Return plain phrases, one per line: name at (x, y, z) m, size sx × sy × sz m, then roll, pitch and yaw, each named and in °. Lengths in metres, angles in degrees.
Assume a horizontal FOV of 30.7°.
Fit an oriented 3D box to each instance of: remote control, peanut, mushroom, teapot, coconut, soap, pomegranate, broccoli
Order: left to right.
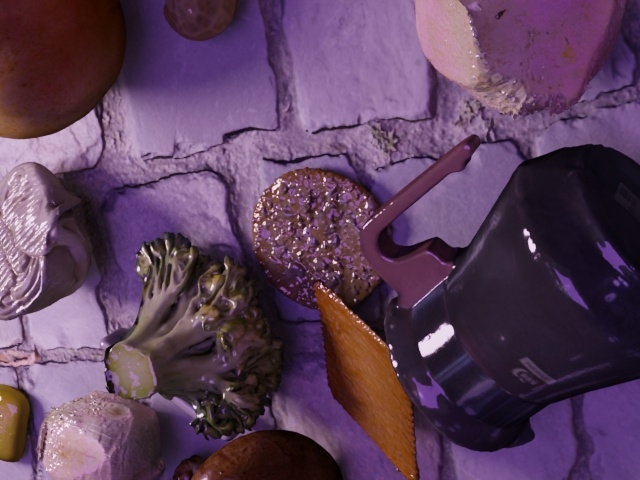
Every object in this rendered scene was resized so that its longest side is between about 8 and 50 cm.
soap at (-0.536, 0.311, 1.973) m, size 0.089 × 0.045 × 0.140 m, roll 17°, pitch 109°, yaw 15°
pomegranate at (-0.432, -0.291, 1.625) m, size 0.319 × 0.319 × 0.319 m, roll 6°, pitch 105°, yaw 22°
coconut at (-0.331, 0.327, 1.813) m, size 0.194 × 0.194 × 0.194 m, roll 6°, pitch 105°, yaw 22°
remote control at (-0.226, 0.218, 1.801) m, size 0.261 × 0.067 × 0.029 m, roll 35°, pitch 118°, yaw 12°
broccoli at (-0.191, 0.141, 1.666) m, size 0.288 × 0.245 × 0.248 m, roll 30°, pitch 117°, yaw 20°
peanut at (-0.120, -0.399, 1.573) m, size 0.136 × 0.120 × 0.298 m, roll 45°, pitch 118°, yaw 13°
mushroom at (-0.091, 0.382, 1.722) m, size 0.267 × 0.267 × 0.254 m, roll -43°, pitch 54°, yaw 26°
coconut at (0.228, -0.265, 1.391) m, size 0.233 × 0.245 × 0.233 m, roll -3°, pitch 107°, yaw -10°
teapot at (0.245, 0.057, 1.431) m, size 0.376 × 0.305 × 0.362 m, roll 45°, pitch 123°, yaw -3°

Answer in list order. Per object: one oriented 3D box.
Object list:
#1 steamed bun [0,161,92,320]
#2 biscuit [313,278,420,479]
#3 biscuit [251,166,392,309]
steamed bun at (-0.429, 0.007, 1.800) m, size 0.211 × 0.144 × 0.218 m, roll -48°, pitch 51°, yaw 18°
biscuit at (0.063, 0.192, 1.590) m, size 0.237 × 0.013 × 0.232 m, roll 42°, pitch 148°, yaw 45°
biscuit at (0.000, 0.000, 1.667) m, size 0.220 × 0.033 × 0.220 m, roll 6°, pitch 106°, yaw 21°
